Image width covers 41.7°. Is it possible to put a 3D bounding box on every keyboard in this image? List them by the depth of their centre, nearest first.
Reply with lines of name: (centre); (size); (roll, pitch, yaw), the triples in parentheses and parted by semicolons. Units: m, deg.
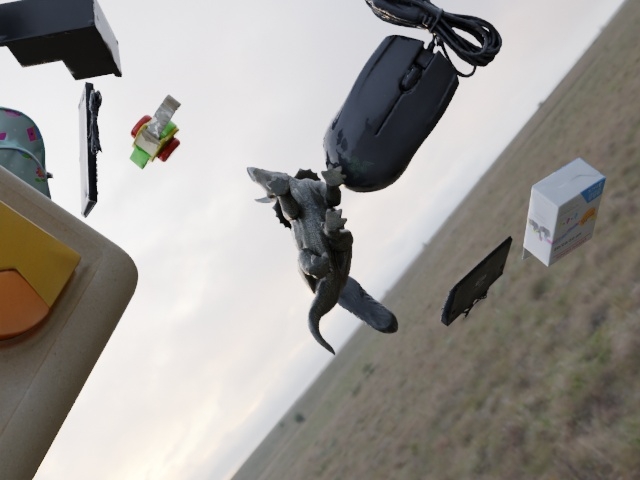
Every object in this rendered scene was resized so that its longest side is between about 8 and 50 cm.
keyboard: (0.216, 0.061, 1.222); (0.192, 0.038, 0.100); (-31, -40, -46)
keyboard: (-0.542, -0.231, 1.987); (0.033, 0.317, 0.201); (1, -22, -25)

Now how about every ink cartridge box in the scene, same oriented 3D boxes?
ink cartridge box: (0.391, -0.032, 1.360); (0.104, 0.061, 0.181); (-30, -38, -19)

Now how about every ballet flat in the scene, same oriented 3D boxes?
ballet flat: (0.074, 0.120, 1.563); (0.057, 0.173, 0.049); (-46, -31, -6)

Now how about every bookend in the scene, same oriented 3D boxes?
bookend: (-0.417, -0.318, 1.348); (0.156, 0.072, 0.157); (-11, -19, 0)

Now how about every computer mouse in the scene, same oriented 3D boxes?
computer mouse: (0.086, -0.176, 1.050); (0.272, 0.188, 0.072); (-63, 1, 20)

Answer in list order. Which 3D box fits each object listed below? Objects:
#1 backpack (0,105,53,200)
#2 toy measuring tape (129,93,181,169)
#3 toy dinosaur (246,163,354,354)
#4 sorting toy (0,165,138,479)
backpack: (-0.394, -0.066, 0.974); (0.166, 0.188, 0.144); (-13, 9, -26)
toy measuring tape: (-0.366, -0.268, 1.955); (0.121, 0.121, 0.330); (-46, 3, -34)
toy dinosaur: (0.000, 0.000, 1.108); (0.121, 0.313, 0.160); (-24, -22, -2)
sorting toy: (-0.188, 0.032, 0.332); (0.038, 0.208, 0.193); (-19, 39, 47)
